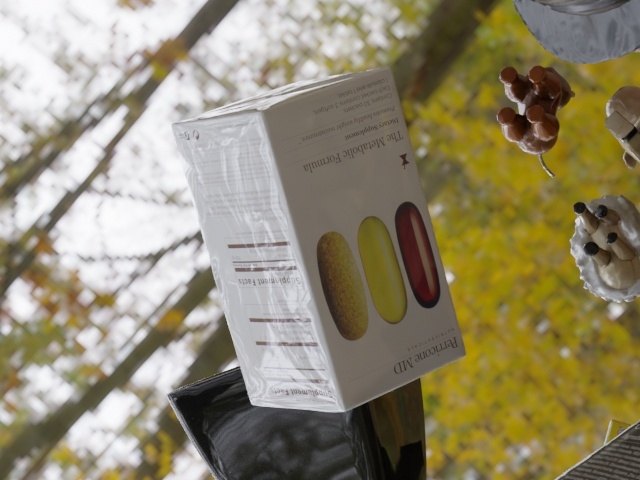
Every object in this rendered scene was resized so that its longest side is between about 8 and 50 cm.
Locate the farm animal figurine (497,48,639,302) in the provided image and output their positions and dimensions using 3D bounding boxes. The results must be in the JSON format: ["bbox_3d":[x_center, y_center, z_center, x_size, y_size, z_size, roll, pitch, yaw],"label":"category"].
[{"bbox_3d":[0.365,-0.129,1.970,0.172,0.330,0.326,40,-157,-55],"label":"farm animal figurine"}]

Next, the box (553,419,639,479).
[{"bbox_3d":[0.374,0.286,1.552,0.343,0.312,0.179,61,161,-12],"label":"box"}]

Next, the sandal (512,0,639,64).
[{"bbox_3d":[0.164,-0.229,1.116,0.107,0.446,0.167,-35,-102,-22],"label":"sandal"}]

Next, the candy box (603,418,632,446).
[{"bbox_3d":[0.289,0.236,1.950,0.027,0.105,0.206,16,176,11],"label":"candy box"}]

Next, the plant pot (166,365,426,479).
[{"bbox_3d":[-0.001,0.177,1.807,0.188,0.187,0.167,-17,-92,-69],"label":"plant pot"}]

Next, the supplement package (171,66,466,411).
[{"bbox_3d":[0.000,0.000,1.564,0.139,0.134,0.244,-23,-79,-34],"label":"supplement package"}]
